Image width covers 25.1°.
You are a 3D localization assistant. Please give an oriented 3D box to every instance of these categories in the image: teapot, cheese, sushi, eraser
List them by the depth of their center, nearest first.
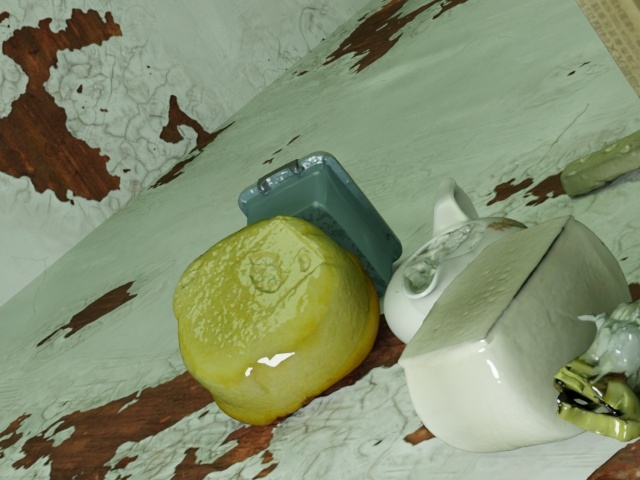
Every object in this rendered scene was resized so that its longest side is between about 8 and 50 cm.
[{"bbox_3d":[0.318,0.066,1.284,0.291,0.131,0.139,-45,21,-14],"label":"sushi"},{"bbox_3d":[0.165,0.037,1.716,0.204,0.139,0.298,-30,16,19],"label":"teapot"},{"bbox_3d":[0.413,-0.266,1.756,0.078,0.343,0.144,-21,20,51],"label":"eraser"},{"bbox_3d":[0.397,-0.110,1.871,0.194,0.043,0.065,-28,11,38],"label":"cheese"}]

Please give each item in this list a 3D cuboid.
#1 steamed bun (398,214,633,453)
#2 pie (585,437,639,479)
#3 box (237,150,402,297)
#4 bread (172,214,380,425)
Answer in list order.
[{"bbox_3d":[0.200,0.106,1.387,0.146,0.164,0.241,-19,22,45],"label":"steamed bun"},{"bbox_3d":[0.281,0.210,1.118,0.204,0.054,0.218,-25,17,25],"label":"pie"},{"bbox_3d":[0.000,0.000,2.018,0.162,0.227,0.130,-27,33,20],"label":"box"},{"bbox_3d":[-0.061,0.100,1.852,0.270,0.148,0.269,-16,53,23],"label":"bread"}]
